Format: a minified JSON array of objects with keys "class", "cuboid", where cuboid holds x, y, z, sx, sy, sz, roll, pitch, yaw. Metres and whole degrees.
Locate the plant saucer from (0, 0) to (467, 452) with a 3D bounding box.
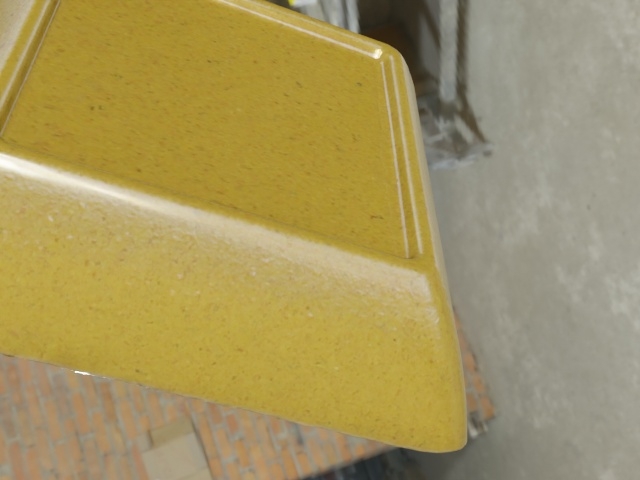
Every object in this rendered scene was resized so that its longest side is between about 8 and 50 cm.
[{"class":"plant saucer","cuboid":[-0.064,-0.062,0.538,0.333,0.332,0.081,-92,23,-50]}]
